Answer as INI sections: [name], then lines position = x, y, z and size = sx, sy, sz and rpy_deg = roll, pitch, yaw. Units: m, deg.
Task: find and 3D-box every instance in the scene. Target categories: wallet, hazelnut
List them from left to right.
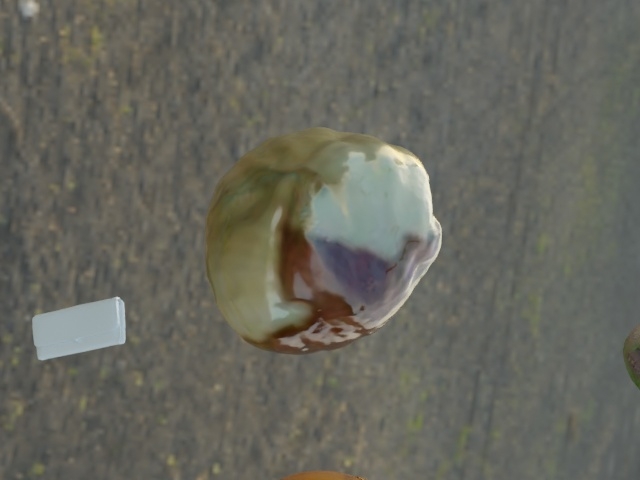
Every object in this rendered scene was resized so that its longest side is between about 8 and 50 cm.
[wallet]
position = -0.303, 0.111, 1.848
size = 0.025, 0.122, 0.061
rpy_deg = 30, 50, -66
[hazelnut]
position = 0.000, 0.000, 1.565
size = 0.241, 0.261, 0.261
rpy_deg = 40, 58, -50

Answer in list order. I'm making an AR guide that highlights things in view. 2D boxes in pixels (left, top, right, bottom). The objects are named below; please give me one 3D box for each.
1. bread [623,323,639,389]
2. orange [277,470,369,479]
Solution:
[bread]
position = 0.385, 0.132, 1.345
size = 0.228, 0.228, 0.033
rpy_deg = -46, 156, -61
[orange]
position = 0.007, 0.341, 1.436
size = 0.240, 0.240, 0.240
rpy_deg = 8, 90, -72
